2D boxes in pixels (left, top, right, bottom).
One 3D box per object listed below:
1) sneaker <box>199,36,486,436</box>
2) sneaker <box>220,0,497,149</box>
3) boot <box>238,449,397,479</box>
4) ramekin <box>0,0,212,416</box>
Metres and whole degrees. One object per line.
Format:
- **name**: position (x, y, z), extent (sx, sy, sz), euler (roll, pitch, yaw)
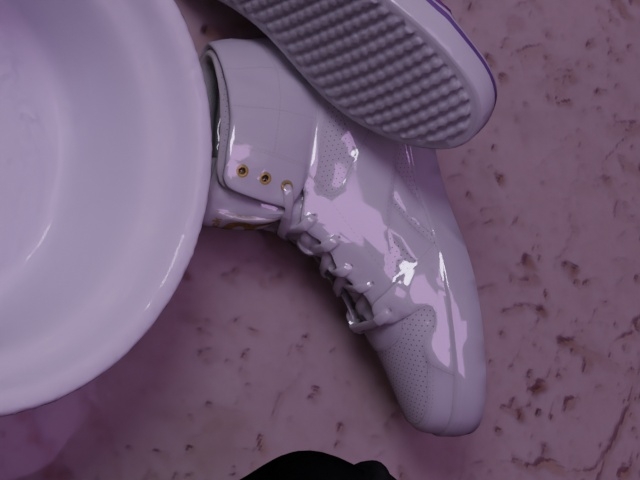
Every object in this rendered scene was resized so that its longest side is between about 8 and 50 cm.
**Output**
- **sneaker**: position (0.000, 0.000, 0.807), extent (0.169, 0.108, 0.293), euler (-11, 81, -24)
- **sneaker**: position (0.027, -0.184, 0.778), extent (0.282, 0.102, 0.161), euler (42, 53, 15)
- **boot**: position (-0.154, 0.164, 0.633), extent (0.348, 0.131, 0.260), euler (-38, 106, 13)
- **ramekin**: position (-0.206, -0.052, 0.655), extent (0.277, 0.135, 0.277), euler (-4, 97, -43)
